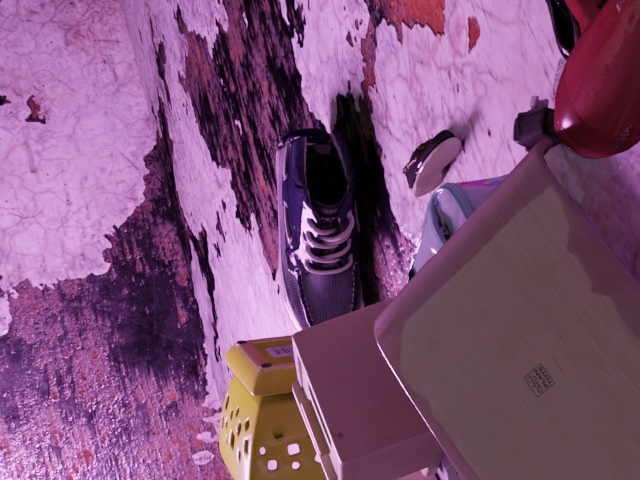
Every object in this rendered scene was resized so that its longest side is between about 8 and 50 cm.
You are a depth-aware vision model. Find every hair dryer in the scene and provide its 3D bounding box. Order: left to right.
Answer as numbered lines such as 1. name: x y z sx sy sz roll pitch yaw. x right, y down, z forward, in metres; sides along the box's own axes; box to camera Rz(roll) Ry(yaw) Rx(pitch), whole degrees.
1. hair dryer: 0.201 -0.174 0.806 0.293 0.080 0.223 -167 67 -72

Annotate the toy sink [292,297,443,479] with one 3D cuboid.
1. toy sink: 0.049 0.192 1.172 0.234 0.131 0.152 86 163 -65

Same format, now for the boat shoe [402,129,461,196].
1. boat shoe: 0.122 -0.093 1.176 0.133 0.049 0.042 111 136 -69

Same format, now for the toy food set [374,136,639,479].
1. toy food set: 0.193 0.104 0.814 0.219 0.092 0.306 -49 61 32

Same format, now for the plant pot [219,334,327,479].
1. plant pot: -0.037 0.269 1.665 0.227 0.228 0.207 -148 55 -69

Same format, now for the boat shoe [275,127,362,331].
1. boat shoe: 0.000 0.000 1.503 0.158 0.127 0.340 174 85 -81

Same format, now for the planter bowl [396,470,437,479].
1. planter bowl: 0.108 0.360 1.355 0.162 0.109 0.162 158 90 -84

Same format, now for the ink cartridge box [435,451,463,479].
1. ink cartridge box: 0.156 0.265 1.340 0.224 0.056 0.181 71 175 -48

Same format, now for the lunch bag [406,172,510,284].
1. lunch bag: 0.176 0.079 1.005 0.224 0.108 0.279 97 156 -48
